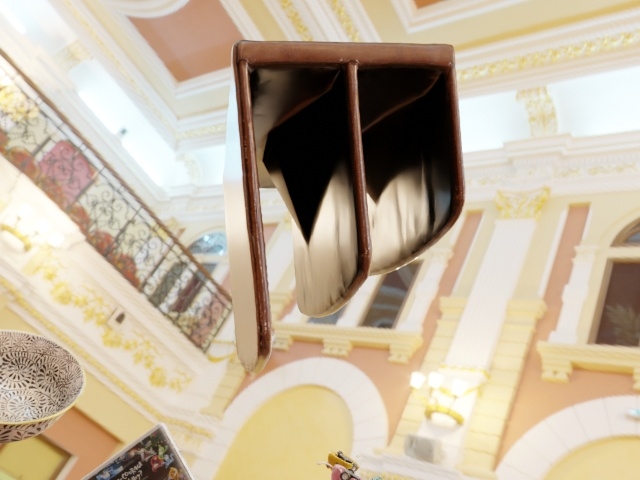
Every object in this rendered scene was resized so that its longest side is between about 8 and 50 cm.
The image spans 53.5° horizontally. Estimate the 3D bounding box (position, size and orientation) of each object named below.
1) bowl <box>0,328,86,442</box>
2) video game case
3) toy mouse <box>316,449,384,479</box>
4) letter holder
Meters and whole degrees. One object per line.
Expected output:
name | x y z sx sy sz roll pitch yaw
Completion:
bowl | -0.379 0.189 0.764 0.170 0.170 0.080 25 -68 6
video game case | -0.244 0.367 0.833 0.173 0.190 0.022 53 -4 21
toy mouse | 0.058 0.342 0.880 0.143 0.031 0.161 27 -5 40
letter holder | 0.000 0.000 0.542 0.152 0.214 0.302 -2 -11 -10
